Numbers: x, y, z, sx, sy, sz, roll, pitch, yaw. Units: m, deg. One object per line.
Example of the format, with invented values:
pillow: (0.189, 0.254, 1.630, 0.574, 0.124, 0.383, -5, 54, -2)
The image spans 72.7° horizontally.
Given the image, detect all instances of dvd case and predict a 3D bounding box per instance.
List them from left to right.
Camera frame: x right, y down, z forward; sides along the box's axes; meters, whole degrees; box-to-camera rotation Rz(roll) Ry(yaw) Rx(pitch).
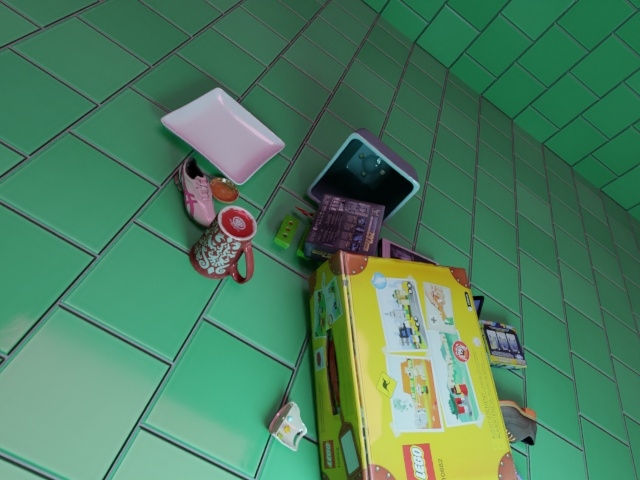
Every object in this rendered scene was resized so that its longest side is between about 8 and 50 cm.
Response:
dvd case: (0.286, 0.109, 1.379, 0.239, 0.029, 0.179, 22, 49, -20)

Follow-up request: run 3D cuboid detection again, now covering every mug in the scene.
mug: (-0.205, 0.010, 1.004, 0.150, 0.169, 0.113, 28, 46, -16)

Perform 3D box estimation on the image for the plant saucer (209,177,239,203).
plant saucer: (-0.263, -0.134, 1.179, 0.084, 0.013, 0.083, 19, 49, -23)

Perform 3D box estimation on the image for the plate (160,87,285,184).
plate: (-0.276, -0.301, 1.269, 0.278, 0.045, 0.277, 39, 44, -4)

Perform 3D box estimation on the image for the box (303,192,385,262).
box: (0.071, -0.028, 1.191, 0.184, 0.059, 0.232, 12, 43, 6)

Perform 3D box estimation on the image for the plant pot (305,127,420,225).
plant pot: (0.144, -0.204, 1.369, 0.247, 0.247, 0.252, 37, 30, -7)

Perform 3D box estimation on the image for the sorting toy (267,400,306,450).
sorting toy: (-0.065, 0.399, 0.915, 0.075, 0.045, 0.083, 47, 44, -7)

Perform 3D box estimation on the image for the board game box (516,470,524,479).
board game box: (0.426, 0.599, 1.114, 0.160, 0.039, 0.211, -30, 79, -44)

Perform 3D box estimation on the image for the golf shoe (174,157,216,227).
golf shoe: (-0.308, -0.118, 1.086, 0.068, 0.086, 0.186, -16, 71, -43)

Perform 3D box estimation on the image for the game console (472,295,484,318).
game console: (0.461, 0.199, 1.410, 0.122, 0.107, 0.071, -51, 122, -45)

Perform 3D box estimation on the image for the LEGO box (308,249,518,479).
LEGO box: (0.189, 0.302, 1.004, 0.373, 0.193, 0.499, 9, 60, -24)

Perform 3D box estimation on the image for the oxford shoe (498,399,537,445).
oxford shoe: (0.513, 0.504, 1.198, 0.272, 0.097, 0.098, 23, 53, -27)

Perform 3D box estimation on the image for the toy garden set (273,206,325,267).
toy garden set: (0.000, 0.000, 1.244, 0.245, 0.049, 0.203, 29, 42, -8)

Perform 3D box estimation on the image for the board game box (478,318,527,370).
board game box: (0.574, 0.338, 1.403, 0.171, 0.048, 0.140, 15, 53, -27)
